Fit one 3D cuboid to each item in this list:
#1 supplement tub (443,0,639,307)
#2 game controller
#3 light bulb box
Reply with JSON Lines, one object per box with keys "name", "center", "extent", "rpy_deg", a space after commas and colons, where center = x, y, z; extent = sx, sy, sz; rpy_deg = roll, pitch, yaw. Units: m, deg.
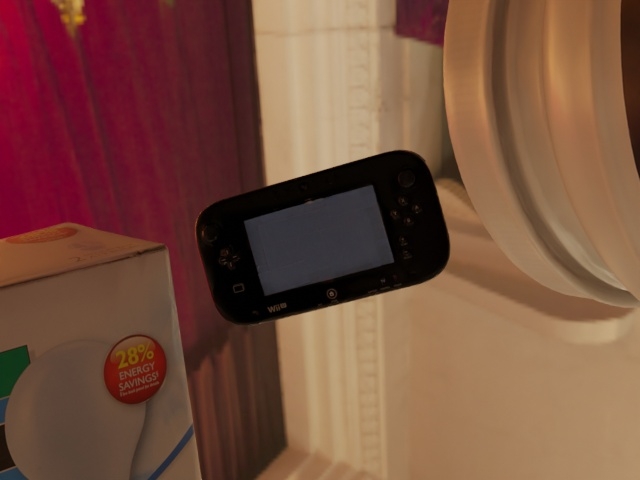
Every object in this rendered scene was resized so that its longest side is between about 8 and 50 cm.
{"name": "supplement tub", "center": [0.189, -0.057, 0.313], "extent": [0.191, 0.191, 0.272], "rpy_deg": [-27, -162, -36]}
{"name": "game controller", "center": [0.000, 0.000, 1.372], "extent": [0.319, 0.166, 0.067], "rpy_deg": [-15, 173, 17]}
{"name": "light bulb box", "center": [-0.322, 0.201, 1.057], "extent": [0.358, 0.361, 0.225], "rpy_deg": [-16, -164, -36]}
